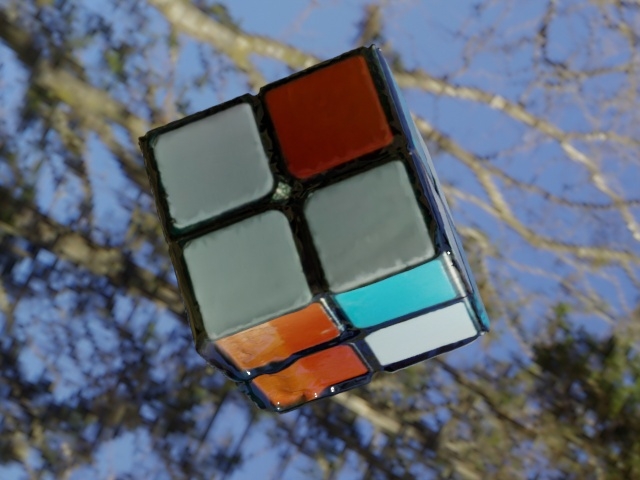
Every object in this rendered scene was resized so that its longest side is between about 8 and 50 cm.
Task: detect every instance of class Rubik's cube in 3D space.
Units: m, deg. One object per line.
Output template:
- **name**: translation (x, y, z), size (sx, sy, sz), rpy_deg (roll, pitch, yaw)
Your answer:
- **Rubik's cube**: translation (0.000, -0.001, 1.120), size (0.180, 0.183, 0.167), rpy_deg (-22, -113, 8)
